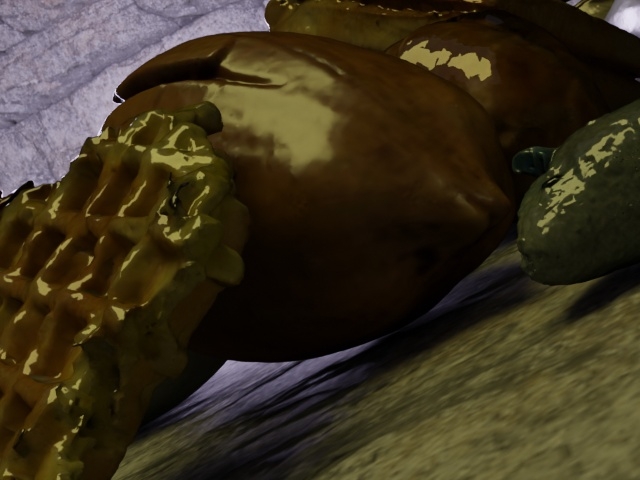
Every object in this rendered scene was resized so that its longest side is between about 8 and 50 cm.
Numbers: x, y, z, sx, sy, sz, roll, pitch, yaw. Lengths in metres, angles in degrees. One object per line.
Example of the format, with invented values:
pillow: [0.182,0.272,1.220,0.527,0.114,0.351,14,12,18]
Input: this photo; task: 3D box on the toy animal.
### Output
toy animal: [0.187,-0.051,0.621,0.253,0.070,0.079,-29,19,-25]

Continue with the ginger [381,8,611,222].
ginger: [0.091,-0.083,0.988,0.321,0.172,0.165,-179,111,-80]

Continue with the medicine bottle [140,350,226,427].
medicine bottle: [-0.115,0.011,1.091,0.282,0.123,0.375,-31,16,40]

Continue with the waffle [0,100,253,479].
waffle: [-0.136,0.064,0.648,0.281,0.058,0.301,-25,39,44]

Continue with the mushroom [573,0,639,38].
mushroom: [0.354,-0.223,1.346,0.159,0.122,0.328,6,-2,-12]

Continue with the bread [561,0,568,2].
bread: [0.293,-0.397,1.063,0.345,0.242,0.405,-19,-7,3]

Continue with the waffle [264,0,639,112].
waffle: [0.118,-0.187,1.221,0.224,0.098,0.327,12,3,-35]

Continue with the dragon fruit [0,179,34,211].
dragon fruit: [-0.282,0.077,1.326,0.293,0.234,0.234,-52,-8,30]

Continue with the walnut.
walnut: [-0.009,-0.023,0.786,0.209,0.209,0.336,-32,23,-31]
